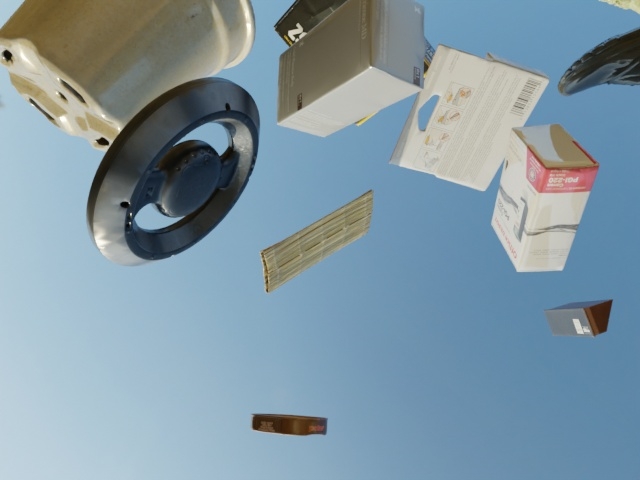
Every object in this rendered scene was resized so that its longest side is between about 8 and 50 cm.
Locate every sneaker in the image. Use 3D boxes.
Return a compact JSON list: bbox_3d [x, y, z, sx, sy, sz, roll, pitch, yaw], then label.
[{"bbox_3d":[0.552,-0.307,0.840,0.286,0.109,0.130,-22,-81,52],"label":"sneaker"}]

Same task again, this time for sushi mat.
[{"bbox_3d":[0.000,0.000,1.121,0.316,0.151,0.019,-31,-125,-27],"label":"sushi mat"}]

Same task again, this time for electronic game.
[{"bbox_3d":[-0.147,-0.067,0.529,0.048,0.229,0.229,36,-87,15],"label":"electronic game"}]

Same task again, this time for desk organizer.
[{"bbox_3d":[0.421,0.125,0.796,0.050,0.130,0.047,-17,-99,-3],"label":"desk organizer"}]

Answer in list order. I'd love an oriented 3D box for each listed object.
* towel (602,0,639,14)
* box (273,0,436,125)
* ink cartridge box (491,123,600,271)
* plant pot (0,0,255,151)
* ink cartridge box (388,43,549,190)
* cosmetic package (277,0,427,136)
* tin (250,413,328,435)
[{"bbox_3d":[0.268,-0.215,0.324,0.110,0.027,0.148,43,-51,20],"label":"towel"},{"bbox_3d":[0.081,-0.468,1.165,0.257,0.322,0.079,-27,-158,46],"label":"box"},{"bbox_3d":[0.388,-0.074,0.878,0.092,0.218,0.158,-4,-143,1],"label":"ink cartridge box"},{"bbox_3d":[-0.328,-0.328,0.799,0.334,0.334,0.305,13,-120,36],"label":"plant pot"},{"bbox_3d":[0.328,-0.281,1.137,0.066,0.261,0.296,-86,-166,-54],"label":"ink cartridge box"},{"bbox_3d":[0.036,-0.250,0.721,0.238,0.107,0.127,-15,-109,57],"label":"cosmetic package"},{"bbox_3d":[-0.065,0.368,0.986,0.189,0.106,0.040,-18,-113,47],"label":"tin"}]
